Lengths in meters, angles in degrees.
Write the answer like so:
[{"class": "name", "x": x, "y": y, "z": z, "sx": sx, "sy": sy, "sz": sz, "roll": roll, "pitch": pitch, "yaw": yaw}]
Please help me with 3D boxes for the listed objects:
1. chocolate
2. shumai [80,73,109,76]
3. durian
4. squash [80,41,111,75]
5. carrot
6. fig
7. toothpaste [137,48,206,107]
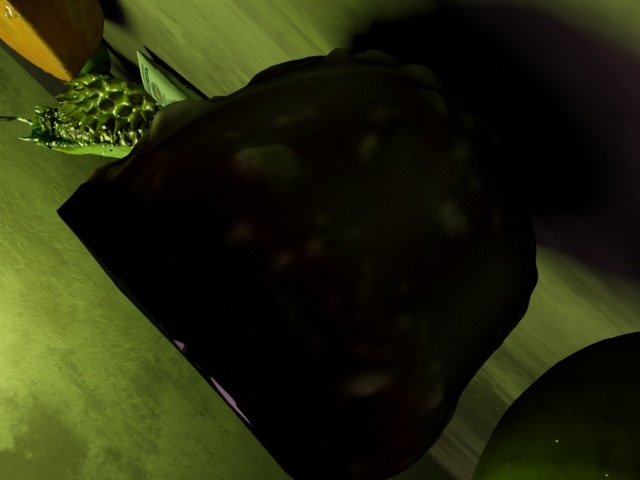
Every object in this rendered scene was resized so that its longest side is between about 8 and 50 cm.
[{"class": "chocolate", "x": 0.000, "y": 0.000, "z": 0.631, "sx": 0.225, "sy": 0.210, "sz": 0.340, "roll": 52, "pitch": 170, "yaw": -7}, {"class": "shumai", "x": -0.329, "y": -0.225, "z": 1.687, "sx": 0.080, "sy": 0.082, "sz": 0.083, "roll": 7, "pitch": -129, "yaw": -36}, {"class": "durian", "x": -0.269, "y": -0.158, "z": 1.438, "sx": 0.375, "sy": 0.106, "sz": 0.132, "roll": 11, "pitch": 179, "yaw": 31}, {"class": "squash", "x": -0.370, "y": -0.302, "z": 1.404, "sx": 0.258, "sy": 0.069, "sz": 0.069, "roll": 45, "pitch": 172, "yaw": -17}, {"class": "carrot", "x": -0.347, "y": -0.282, "z": 1.152, "sx": 0.258, "sy": 0.100, "sz": 0.307, "roll": 32, "pitch": 163, "yaw": 29}, {"class": "fig", "x": 0.180, "y": 0.134, "z": 0.509, "sx": 0.203, "sy": 0.203, "sz": 0.225, "roll": 44, "pitch": 152, "yaw": -2}, {"class": "toothpaste", "x": -0.127, "y": -0.131, "z": 1.197, "sx": 0.239, "sy": 0.039, "sz": 0.062, "roll": 40, "pitch": 156, "yaw": 29}]
